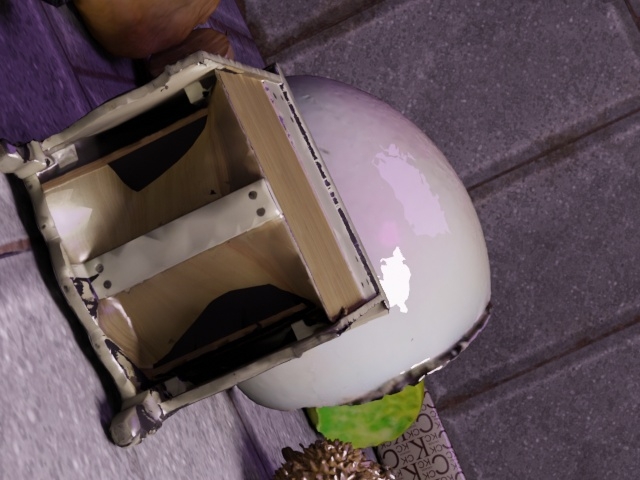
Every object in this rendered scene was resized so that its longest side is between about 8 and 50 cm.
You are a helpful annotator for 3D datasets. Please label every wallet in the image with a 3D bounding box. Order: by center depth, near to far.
[{"bbox_3d":[-0.232,-0.216,1.952,0.196,0.020,0.103,50,16,-67],"label":"wallet"}]

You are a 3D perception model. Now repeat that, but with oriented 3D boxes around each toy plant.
[{"bbox_3d":[0.051,0.164,2.012,0.184,0.224,0.316,19,24,-19],"label":"toy plant"}]

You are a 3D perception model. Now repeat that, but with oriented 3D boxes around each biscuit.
[{"bbox_3d":[-0.179,-0.436,1.683,0.104,0.429,0.446,26,-30,16],"label":"biscuit"}]

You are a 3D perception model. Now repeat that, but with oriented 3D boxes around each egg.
[{"bbox_3d":[-0.007,-0.026,1.504,0.354,0.355,0.339,-99,166,-67],"label":"egg"}]

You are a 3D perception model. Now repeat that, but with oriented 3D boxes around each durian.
[{"bbox_3d":[0.007,0.301,1.435,0.196,0.167,0.196,53,-24,35],"label":"durian"}]

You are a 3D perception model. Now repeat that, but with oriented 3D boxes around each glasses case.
[{"bbox_3d":[0.185,0.416,2.368,0.085,0.137,0.354,71,-4,-68],"label":"glasses case"}]

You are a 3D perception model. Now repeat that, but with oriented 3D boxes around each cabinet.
[{"bbox_3d":[-0.111,0.000,1.202,0.290,0.227,0.318,66,11,1],"label":"cabinet"}]

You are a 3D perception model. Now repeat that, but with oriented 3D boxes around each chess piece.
[{"bbox_3d":[-0.149,-0.163,1.919,0.137,0.137,0.300,-108,178,-49],"label":"chess piece"}]

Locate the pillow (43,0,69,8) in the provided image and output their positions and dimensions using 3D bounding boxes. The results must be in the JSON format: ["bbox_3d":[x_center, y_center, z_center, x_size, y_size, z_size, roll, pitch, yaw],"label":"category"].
[{"bbox_3d":[-0.344,-0.384,1.381,0.161,0.093,0.335,49,16,-54],"label":"pillow"}]
